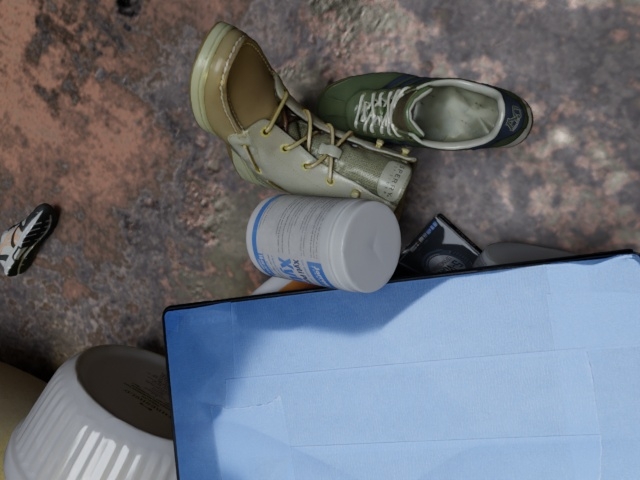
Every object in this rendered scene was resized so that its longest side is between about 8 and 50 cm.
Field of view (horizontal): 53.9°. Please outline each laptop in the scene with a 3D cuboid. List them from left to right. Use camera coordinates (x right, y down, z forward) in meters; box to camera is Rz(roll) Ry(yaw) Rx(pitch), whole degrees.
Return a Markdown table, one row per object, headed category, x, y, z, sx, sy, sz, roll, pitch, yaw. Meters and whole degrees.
| category | x | y | z | sx | sy | sz | roll | pitch | yaw |
| --- | --- | --- | --- | --- | --- | --- | --- | --- | --- |
| laptop | 0.036 | 0.234 | 0.372 | 0.382 | 0.408 | 0.236 | -9 | 119 | 18 |

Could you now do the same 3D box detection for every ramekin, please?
| category | x | y | z | sx | sy | sz | roll | pitch | yaw |
| --- | --- | --- | --- | --- | --- | --- | --- | --- | --- |
| ramekin | -0.182 | 0.190 | 0.613 | 0.207 | 0.207 | 0.109 | 29 | 98 | 16 |

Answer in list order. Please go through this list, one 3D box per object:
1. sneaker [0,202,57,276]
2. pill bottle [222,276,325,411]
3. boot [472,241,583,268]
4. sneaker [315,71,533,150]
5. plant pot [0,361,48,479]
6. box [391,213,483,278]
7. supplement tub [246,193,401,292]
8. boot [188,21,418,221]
| category | x | y | z | sx | sy | sz | roll | pitch | yaw |
| --- | --- | --- | --- | --- | --- | --- | --- | --- | --- |
| sneaker | -0.350 | -0.007 | 0.737 | 0.044 | 0.040 | 0.109 | 48 | 111 | 12 |
| pill bottle | 0.014 | 0.132 | 0.566 | 0.121 | 0.121 | 0.216 | -44 | 81 | 21 |
| boot | 0.243 | 0.088 | 0.495 | 0.258 | 0.095 | 0.123 | 14 | 115 | 22 |
| sneaker | 0.075 | -0.111 | 0.525 | 0.192 | 0.086 | 0.064 | 9 | 100 | 21 |
| plant pot | -0.386 | 0.244 | 0.687 | 0.191 | 0.284 | 0.284 | -10 | 94 | -9 |
| box | 0.104 | 0.028 | 0.569 | 0.067 | 0.018 | 0.083 | 45 | 110 | 11 |
| supplement tub | 0.000 | 0.000 | 0.488 | 0.107 | 0.071 | 0.071 | 7 | 101 | 45 |
| boot | -0.005 | -0.078 | 0.505 | 0.165 | 0.213 | 0.077 | 25 | 76 | 16 |
